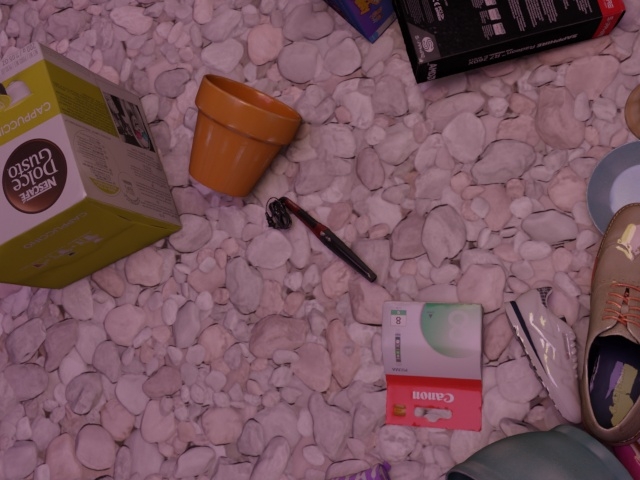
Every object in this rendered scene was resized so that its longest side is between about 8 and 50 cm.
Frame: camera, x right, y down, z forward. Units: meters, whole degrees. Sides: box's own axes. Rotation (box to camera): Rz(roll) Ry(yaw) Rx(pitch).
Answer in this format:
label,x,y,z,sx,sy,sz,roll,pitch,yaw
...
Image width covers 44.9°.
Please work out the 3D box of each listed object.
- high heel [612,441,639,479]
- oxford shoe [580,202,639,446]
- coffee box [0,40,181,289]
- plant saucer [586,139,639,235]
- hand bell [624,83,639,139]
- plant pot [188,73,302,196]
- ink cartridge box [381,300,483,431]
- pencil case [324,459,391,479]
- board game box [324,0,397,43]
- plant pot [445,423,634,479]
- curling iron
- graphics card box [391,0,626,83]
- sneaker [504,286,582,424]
label,x,y,z,sx,sy,sz,roll,pitch,yaw
high heel,0.502,0.421,1.247,0.117,0.082,0.244,-35,76,21
oxford shoe,0.487,0.120,1.210,0.140,0.146,0.397,4,76,23
coffee box,-0.540,-0.124,1.539,0.337,0.338,0.335,-25,75,14
plant saucer,0.555,-0.074,1.320,0.194,0.037,0.195,-3,81,18
hand bell,0.559,-0.244,1.236,0.126,0.242,0.126,-3,80,18
plant pot,-0.166,-0.195,1.511,0.205,0.205,0.188,31,107,20
ink cartridge box,0.199,0.222,1.387,0.180,0.056,0.225,0,80,19
pencil case,0.033,0.455,1.390,0.206,0.086,0.088,-17,42,13
board game box,0.002,-0.522,1.414,0.078,0.347,0.233,-46,71,6
plant pot,0.365,0.412,1.200,0.196,0.293,0.293,-36,70,-18
curling iron,0.000,0.000,1.498,0.274,0.035,0.068,34,97,21
graphics card box,0.319,-0.441,1.385,0.370,0.094,0.233,-15,77,-1
sneaker,0.398,0.193,1.309,0.094,0.090,0.235,-24,76,4
